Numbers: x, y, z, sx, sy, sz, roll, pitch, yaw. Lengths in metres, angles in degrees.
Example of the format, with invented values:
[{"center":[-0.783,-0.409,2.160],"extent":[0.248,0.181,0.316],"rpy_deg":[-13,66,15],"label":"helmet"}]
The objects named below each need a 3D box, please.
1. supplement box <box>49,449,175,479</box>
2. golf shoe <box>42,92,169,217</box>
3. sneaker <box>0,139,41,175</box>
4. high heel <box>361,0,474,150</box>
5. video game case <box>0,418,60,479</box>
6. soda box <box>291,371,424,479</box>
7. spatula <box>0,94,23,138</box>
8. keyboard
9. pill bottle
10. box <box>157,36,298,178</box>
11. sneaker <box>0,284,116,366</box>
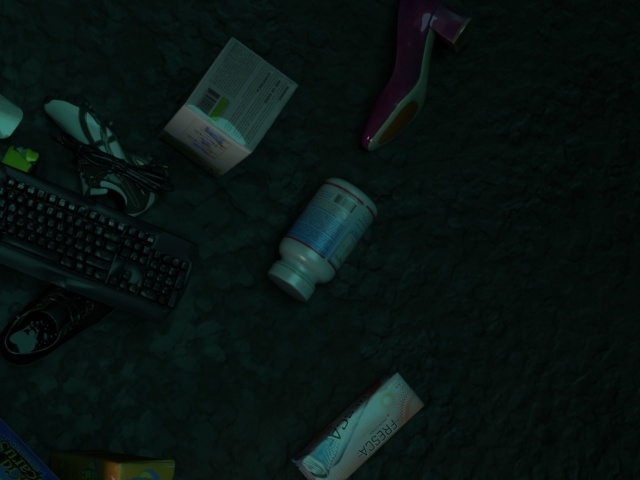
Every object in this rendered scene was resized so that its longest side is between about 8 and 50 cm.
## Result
[{"center":[-0.256,0.297,1.620],"extent":[0.080,0.233,0.078],"rpy_deg":[7,81,-32],"label":"supplement box"},{"center":[-0.295,-0.108,1.743],"extent":[0.198,0.077,0.094],"rpy_deg":[40,76,-6],"label":"golf shoe"},{"center":[-0.473,-0.008,1.678],"extent":[0.121,0.111,0.300],"rpy_deg":[29,71,-2],"label":"sneaker"},{"center":[0.103,-0.245,1.879],"extent":[0.117,0.082,0.244],"rpy_deg":[33,89,19],"label":"high heel"},{"center":[-0.414,0.295,1.579],"extent":[0.269,0.244,0.061],"rpy_deg":[47,47,-5],"label":"video game case"},{"center":[0.051,0.258,1.804],"extent":[0.183,0.058,0.063],"rpy_deg":[-41,95,-16],"label":"soda box"},{"center":[-0.512,-0.158,1.671],"extent":[0.242,0.019,0.168],"rpy_deg":[31,75,9],"label":"spatula"},{"center":[-0.297,-0.038,1.671],"extent":[0.317,0.033,0.201],"rpy_deg":[23,70,-21],"label":"keyboard"},{"center":[0.000,0.000,1.804],"extent":[0.087,0.087,0.160],"rpy_deg":[38,76,-8],"label":"pill bottle"},{"center":[-0.124,-0.166,1.729],"extent":[0.103,0.203,0.114],"rpy_deg":[36,74,-9],"label":"box"},{"center":[-0.308,0.079,1.695],"extent":[0.222,0.118,0.083],"rpy_deg":[-44,96,-15],"label":"sneaker"}]
